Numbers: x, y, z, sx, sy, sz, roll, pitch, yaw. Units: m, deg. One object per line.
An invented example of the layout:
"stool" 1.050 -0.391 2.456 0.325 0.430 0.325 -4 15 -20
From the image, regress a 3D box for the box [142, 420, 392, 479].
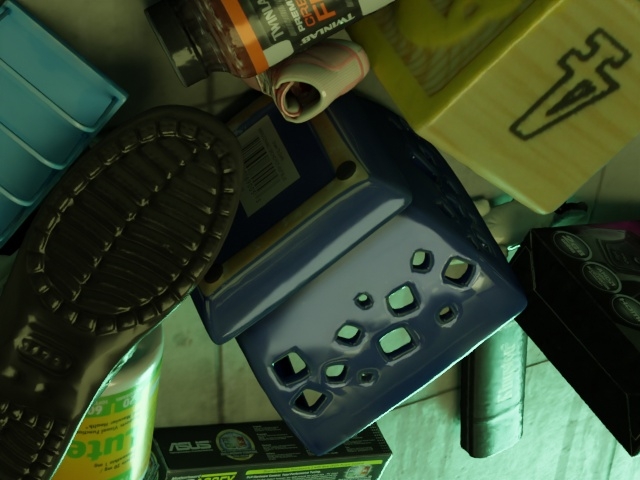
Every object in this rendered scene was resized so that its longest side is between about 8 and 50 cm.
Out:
"box" -0.083 0.286 1.920 0.270 0.060 0.216 -1 132 -31

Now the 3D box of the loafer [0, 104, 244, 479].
"loafer" -0.196 0.044 1.447 0.134 0.130 0.366 36 95 -10

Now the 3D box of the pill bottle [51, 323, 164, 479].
"pill bottle" -0.219 0.162 1.648 0.136 0.136 0.245 -10 137 -22

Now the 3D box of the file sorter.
"file sorter" -0.251 -0.073 1.371 0.118 0.104 0.170 40 109 -9

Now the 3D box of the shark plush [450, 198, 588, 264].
"shark plush" 0.188 -0.019 1.791 0.161 0.073 0.067 -30 168 -23

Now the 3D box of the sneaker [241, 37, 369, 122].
"sneaker" -0.031 -0.130 1.459 0.070 0.134 0.051 -47 126 -36

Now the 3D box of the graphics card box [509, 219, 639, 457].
"graphics card box" 0.374 0.083 1.802 0.371 0.233 0.094 -5 136 -41

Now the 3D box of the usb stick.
"usb stick" 0.186 0.136 1.935 0.077 0.045 0.278 -18 138 -13

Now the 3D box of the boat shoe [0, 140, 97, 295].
"boat shoe" -0.273 0.014 1.497 0.267 0.096 0.088 -33 136 2

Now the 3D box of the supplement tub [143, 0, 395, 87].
"supplement tub" -0.035 -0.194 1.410 0.198 0.106 0.106 -29 140 -2

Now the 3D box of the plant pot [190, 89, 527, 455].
"plant pot" 0.000 0.000 1.547 0.236 0.236 0.212 -37 133 9

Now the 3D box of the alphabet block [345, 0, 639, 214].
"alphabet block" 0.161 -0.171 1.489 0.193 0.192 0.197 -45 137 15
